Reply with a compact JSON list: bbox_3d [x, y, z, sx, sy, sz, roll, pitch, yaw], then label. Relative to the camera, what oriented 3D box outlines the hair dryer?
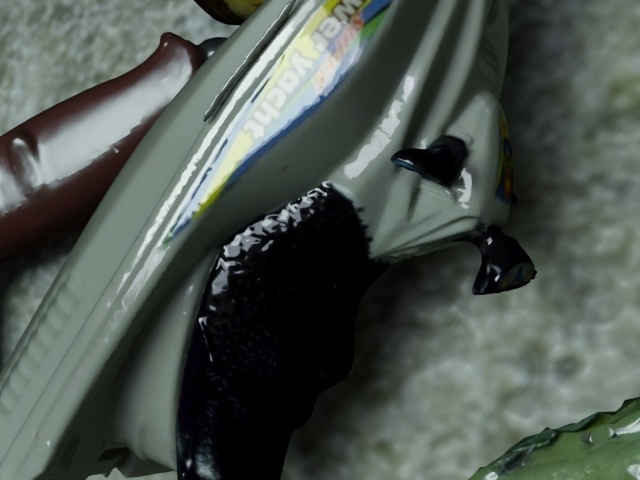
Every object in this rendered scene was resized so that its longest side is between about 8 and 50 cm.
[{"bbox_3d":[-0.133,0.020,0.521,0.340,0.123,0.312,-27,76,14],"label":"hair dryer"}]

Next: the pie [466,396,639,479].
[{"bbox_3d":[0.126,0.160,0.285,0.302,0.067,0.302,-20,49,25],"label":"pie"}]

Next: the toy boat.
[{"bbox_3d":[-0.008,0.000,0.407,0.269,0.141,0.141,-43,60,15],"label":"toy boat"}]

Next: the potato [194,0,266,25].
[{"bbox_3d":[0.006,-0.128,0.458,0.103,0.066,0.096,9,40,39],"label":"potato"}]
